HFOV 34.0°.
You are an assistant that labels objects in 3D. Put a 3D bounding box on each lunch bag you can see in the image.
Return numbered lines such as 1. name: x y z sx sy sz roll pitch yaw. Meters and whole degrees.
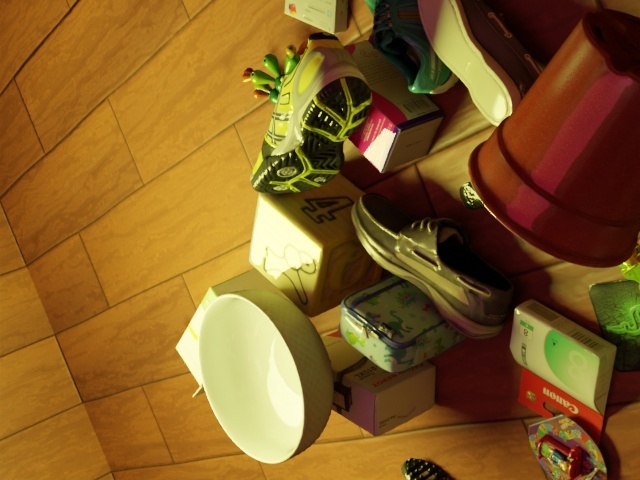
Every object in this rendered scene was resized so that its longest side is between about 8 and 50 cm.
1. lunch bag: 0.150 0.138 1.894 0.176 0.219 0.090 36 133 37

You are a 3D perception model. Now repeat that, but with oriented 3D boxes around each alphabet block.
1. alphabet block: 0.000 0.000 2.040 0.197 0.193 0.192 42 138 32

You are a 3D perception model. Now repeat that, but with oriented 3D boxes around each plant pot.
1. plant pot: 0.381 -0.151 1.429 0.272 0.272 0.265 48 132 25

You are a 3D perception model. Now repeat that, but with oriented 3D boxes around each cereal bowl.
1. cereal bowl: -0.088 0.250 2.036 0.339 0.141 0.339 22 119 45

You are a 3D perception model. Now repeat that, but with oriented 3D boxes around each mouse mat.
1. mouse mat: 0.504 0.129 1.614 0.190 0.007 0.152 -15 96 53

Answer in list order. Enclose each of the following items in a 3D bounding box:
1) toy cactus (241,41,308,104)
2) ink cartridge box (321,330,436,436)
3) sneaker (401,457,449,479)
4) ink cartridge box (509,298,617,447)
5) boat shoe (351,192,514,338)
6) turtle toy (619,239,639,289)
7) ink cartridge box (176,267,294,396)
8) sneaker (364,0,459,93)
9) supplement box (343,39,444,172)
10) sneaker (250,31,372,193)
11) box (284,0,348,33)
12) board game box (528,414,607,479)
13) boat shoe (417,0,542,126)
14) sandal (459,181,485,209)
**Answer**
1. toy cactus: -0.055 -0.293 2.059 0.219 0.112 0.180 -7 121 51
2. ink cartridge box: 0.089 0.272 2.084 0.237 0.172 0.100 25 124 43
3. sneaker: 0.244 0.539 2.107 0.234 0.078 0.106 38 132 32
4. ink cartridge box: 0.398 0.234 1.766 0.181 0.056 0.224 32 131 41
5. boat shoe: 0.208 0.017 1.857 0.355 0.132 0.130 41 127 20
6. turtle toy: 0.485 0.031 1.533 0.130 0.066 0.095 3 137 51
7. ink cartridge box: -0.196 0.203 2.386 0.119 0.207 0.353 54 142 16
8. sneaker: 0.131 -0.363 1.749 0.275 0.110 0.107 58 143 14
9. supplement box: 0.095 -0.241 1.858 0.220 0.111 0.114 49 142 25
10. sneaker: -0.022 -0.210 1.846 0.384 0.145 0.147 -49 48 51
11. box: -0.006 -0.489 1.921 0.145 0.038 0.186 32 130 40
12. board game box: 0.416 0.376 1.818 0.133 0.033 0.169 58 148 5
13. boat shoe: 0.251 -0.308 1.635 0.305 0.091 0.109 62 156 26
14. sandal: 0.289 -0.085 1.750 0.179 0.040 0.067 -23 89 54
